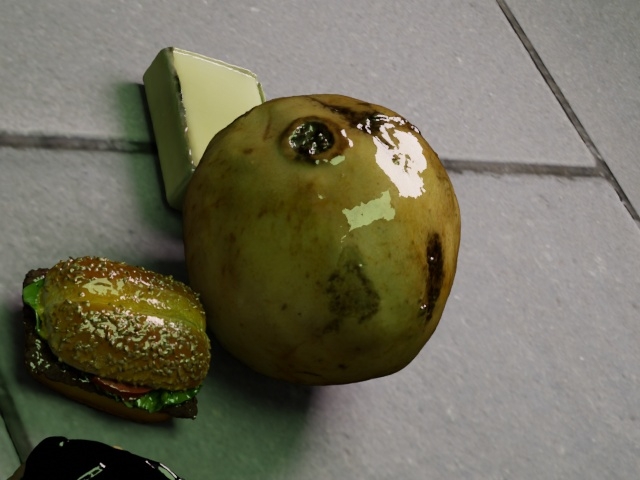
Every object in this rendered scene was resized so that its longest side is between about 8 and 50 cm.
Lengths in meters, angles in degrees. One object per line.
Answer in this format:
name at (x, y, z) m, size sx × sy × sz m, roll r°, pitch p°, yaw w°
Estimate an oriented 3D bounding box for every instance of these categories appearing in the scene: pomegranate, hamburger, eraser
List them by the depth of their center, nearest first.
hamburger at (-0.163, 0.070, 1.485) m, size 0.166 × 0.087 × 0.137 m, roll 20°, pitch 41°, yaw -30°
pomegranate at (0.000, 0.000, 1.591) m, size 0.260 × 0.260 × 0.260 m, roll 26°, pitch 38°, yaw -23°
eraser at (-0.102, -0.096, 1.746) m, size 0.117 × 0.058 × 0.172 m, roll 17°, pitch 43°, yaw -35°

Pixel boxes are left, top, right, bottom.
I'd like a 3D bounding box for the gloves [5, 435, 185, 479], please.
gloves at (-0.163, 0.203, 1.266) m, size 0.203 × 0.124 × 0.164 m, roll 19°, pitch 41°, yaw 34°
